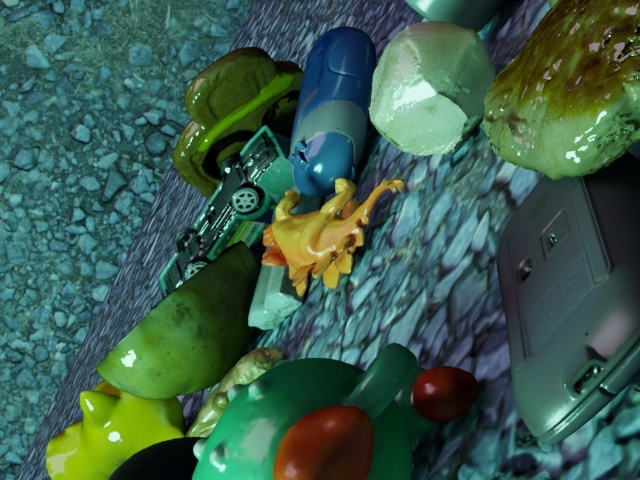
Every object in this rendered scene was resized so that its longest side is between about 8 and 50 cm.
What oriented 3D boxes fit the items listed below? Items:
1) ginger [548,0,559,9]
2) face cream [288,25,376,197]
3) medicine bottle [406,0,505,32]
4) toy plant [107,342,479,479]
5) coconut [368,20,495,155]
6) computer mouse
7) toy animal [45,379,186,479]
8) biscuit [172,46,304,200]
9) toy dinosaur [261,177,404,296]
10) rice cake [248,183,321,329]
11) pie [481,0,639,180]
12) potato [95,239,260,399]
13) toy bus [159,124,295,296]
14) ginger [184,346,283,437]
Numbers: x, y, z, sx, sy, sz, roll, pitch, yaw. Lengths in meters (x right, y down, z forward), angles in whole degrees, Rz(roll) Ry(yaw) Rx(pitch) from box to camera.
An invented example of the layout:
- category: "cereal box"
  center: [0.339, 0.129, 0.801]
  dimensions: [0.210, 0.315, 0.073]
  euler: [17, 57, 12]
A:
- category: "ginger"
  center: [0.193, -0.238, 0.930]
  dimensions: [0.204, 0.080, 0.104]
  euler: [-104, 31, -65]
- category: "face cream"
  center: [0.015, -0.149, 1.369]
  dimensions: [0.264, 0.083, 0.149]
  euler: [-81, 16, -51]
- category: "medicine bottle"
  center: [0.199, -0.347, 1.038]
  dimensions: [0.352, 0.110, 0.110]
  euler: [-52, 18, 35]
- category: "toy plant"
  center: [-0.047, 0.194, 0.768]
  dimensions: [0.185, 0.279, 0.400]
  euler: [56, 136, 28]
- category: "coconut"
  center: [0.101, -0.137, 1.018]
  dimensions: [0.124, 0.110, 0.110]
  euler: [123, 166, -45]
- category: "computer mouse"
  center: [0.149, 0.023, 0.656]
  dimensions: [0.120, 0.057, 0.232]
  euler: [-54, 12, 23]
- category: "toy animal"
  center: [-0.260, 0.263, 1.458]
  dimensions: [0.230, 0.156, 0.156]
  euler: [-52, 18, 39]
- category: "biscuit"
  center: [-0.091, -0.136, 1.513]
  dimensions: [0.208, 0.041, 0.290]
  euler: [-37, -30, -6]
- category: "toy dinosaur"
  center: [0.000, 0.000, 1.185]
  dimensions: [0.288, 0.070, 0.117]
  euler: [-10, 54, 61]
- category: "rice cake"
  center: [-0.039, 0.012, 1.352]
  dimensions: [0.085, 0.040, 0.226]
  euler: [-50, 19, 36]
- category: "pie"
  center: [0.171, -0.106, 0.703]
  dimensions: [0.163, 0.079, 0.193]
  euler: [-46, 19, -2]
- category: "potato"
  center: [-0.135, 0.107, 1.335]
  dimensions: [0.160, 0.111, 0.272]
  euler: [-43, -2, 29]
- category: "toy bus"
  center: [-0.107, -0.019, 1.494]
  dimensions: [0.261, 0.109, 0.091]
  euler: [-54, 37, 22]
- category: "ginger"
  center: [-0.100, 0.185, 1.238]
  dimensions: [0.176, 0.052, 0.193]
  euler: [-59, 2, -5]
